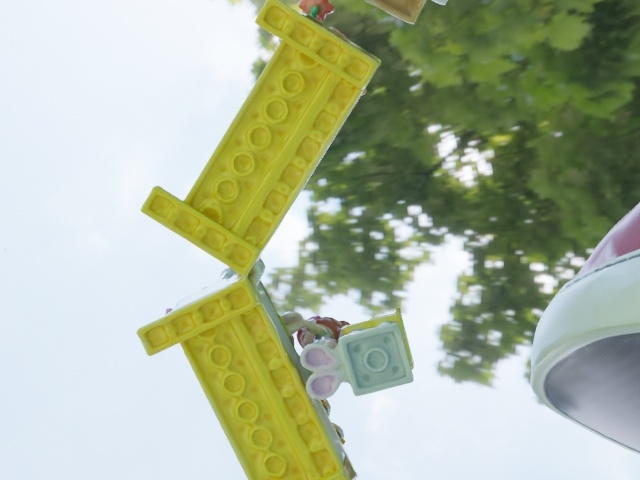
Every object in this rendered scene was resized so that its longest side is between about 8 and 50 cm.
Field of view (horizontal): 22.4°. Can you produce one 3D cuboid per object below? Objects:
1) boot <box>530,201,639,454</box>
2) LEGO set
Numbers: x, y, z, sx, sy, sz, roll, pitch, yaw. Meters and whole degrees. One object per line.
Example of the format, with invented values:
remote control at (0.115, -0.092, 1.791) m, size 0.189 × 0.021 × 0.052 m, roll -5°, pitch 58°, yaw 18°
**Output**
boot at (0.145, -0.040, 0.434) m, size 0.088 × 0.244 × 0.176 m, roll 25°, pitch -117°, yaw -8°
LEGO set at (0.000, 0.000, 0.642) m, size 0.132 × 0.107 × 0.287 m, roll -3°, pitch -82°, yaw 5°
